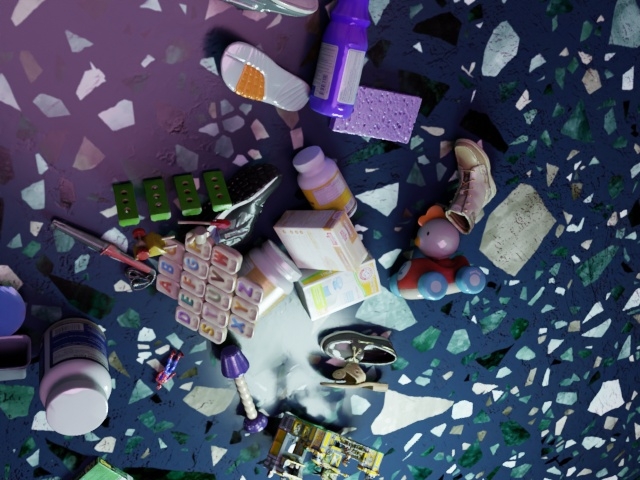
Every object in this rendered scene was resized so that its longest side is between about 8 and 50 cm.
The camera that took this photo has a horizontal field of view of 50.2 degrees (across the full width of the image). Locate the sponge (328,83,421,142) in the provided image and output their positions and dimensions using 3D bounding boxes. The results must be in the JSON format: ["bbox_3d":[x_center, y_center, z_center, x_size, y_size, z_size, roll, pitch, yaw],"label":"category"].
[{"bbox_3d":[0.133,-0.306,1.637,0.209,0.031,0.117,5,113,-24],"label":"sponge"}]

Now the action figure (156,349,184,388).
[{"bbox_3d":[-0.394,0.336,1.759,0.038,0.030,0.115,22,108,-35],"label":"action figure"}]

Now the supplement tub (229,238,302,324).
[{"bbox_3d":[-0.158,0.108,1.665,0.199,0.144,0.144,-43,123,3],"label":"supplement tub"}]

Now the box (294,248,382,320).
[{"bbox_3d":[0.042,0.103,1.768,0.203,0.103,0.114,-21,122,-11],"label":"box"}]

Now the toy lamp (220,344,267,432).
[{"bbox_3d":[-0.207,0.398,1.835,0.080,0.080,0.275,-22,122,-10],"label":"toy lamp"}]

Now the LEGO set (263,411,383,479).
[{"bbox_3d":[0.002,0.636,1.934,0.331,0.254,0.192,35,72,-43],"label":"LEGO set"}]

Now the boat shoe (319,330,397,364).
[{"bbox_3d":[0.111,0.307,1.920,0.227,0.069,0.081,7,113,-25],"label":"boat shoe"}]

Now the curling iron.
[{"bbox_3d":[-0.491,0.031,1.557,0.068,0.035,0.274,-48,123,6],"label":"curling iron"}]

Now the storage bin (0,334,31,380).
[{"bbox_3d":[-0.733,0.271,1.559,0.135,0.098,0.091,-1,144,-22],"label":"storage bin"}]

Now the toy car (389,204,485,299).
[{"bbox_3d":[0.294,0.029,1.808,0.210,0.219,0.238,-7,89,-18],"label":"toy car"}]

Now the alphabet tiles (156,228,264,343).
[{"bbox_3d":[-0.262,0.112,1.571,0.021,0.277,0.284,-45,157,-50],"label":"alphabet tiles"}]

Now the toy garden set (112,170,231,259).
[{"bbox_3d":[-0.316,-0.051,1.497,0.244,0.204,0.049,-10,142,-16],"label":"toy garden set"}]

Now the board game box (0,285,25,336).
[{"bbox_3d":[-0.745,0.148,1.519,0.168,0.033,0.133,5,117,-17],"label":"board game box"}]

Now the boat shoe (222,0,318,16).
[{"bbox_3d":[-0.154,-0.526,1.391,0.319,0.116,0.099,10,155,-33],"label":"boat shoe"}]

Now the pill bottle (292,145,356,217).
[{"bbox_3d":[0.007,-0.132,1.633,0.103,0.103,0.184,-33,123,-3],"label":"pill bottle"}]

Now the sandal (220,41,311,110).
[{"bbox_3d":[-0.131,-0.355,1.488,0.265,0.076,0.102,19,110,-51],"label":"sandal"}]

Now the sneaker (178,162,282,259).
[{"bbox_3d":[-0.191,-0.063,1.604,0.283,0.107,0.124,-38,133,8],"label":"sneaker"}]

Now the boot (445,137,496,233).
[{"bbox_3d":[0.373,-0.138,1.756,0.165,0.077,0.213,-54,131,-26],"label":"boot"}]

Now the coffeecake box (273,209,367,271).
[{"bbox_3d":[0.000,0.000,1.648,0.068,0.185,0.142,-55,130,-33],"label":"coffeecake box"}]

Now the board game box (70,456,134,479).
[{"bbox_3d":[-0.647,0.704,1.846,0.259,0.030,0.136,-40,121,1],"label":"board game box"}]

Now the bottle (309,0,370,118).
[{"bbox_3d":[0.049,-0.416,1.494,0.092,0.118,0.283,5,108,-24],"label":"bottle"}]

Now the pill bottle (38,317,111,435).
[{"bbox_3d":[-0.552,0.302,1.535,0.153,0.265,0.153,-9,119,-17],"label":"pill bottle"}]

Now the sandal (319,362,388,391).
[{"bbox_3d":[0.098,0.386,1.969,0.239,0.088,0.079,14,79,-34],"label":"sandal"}]
